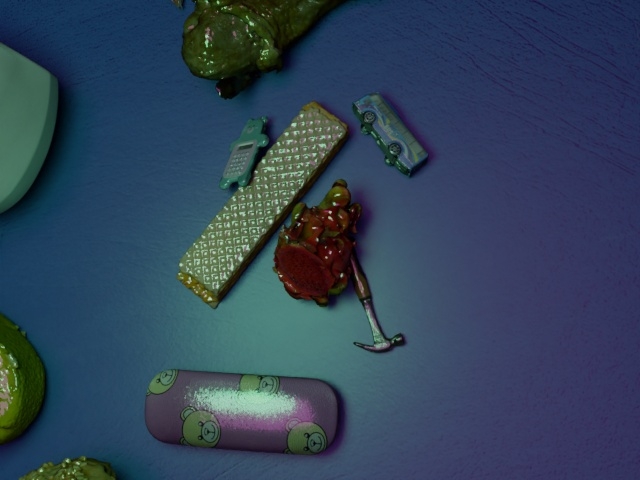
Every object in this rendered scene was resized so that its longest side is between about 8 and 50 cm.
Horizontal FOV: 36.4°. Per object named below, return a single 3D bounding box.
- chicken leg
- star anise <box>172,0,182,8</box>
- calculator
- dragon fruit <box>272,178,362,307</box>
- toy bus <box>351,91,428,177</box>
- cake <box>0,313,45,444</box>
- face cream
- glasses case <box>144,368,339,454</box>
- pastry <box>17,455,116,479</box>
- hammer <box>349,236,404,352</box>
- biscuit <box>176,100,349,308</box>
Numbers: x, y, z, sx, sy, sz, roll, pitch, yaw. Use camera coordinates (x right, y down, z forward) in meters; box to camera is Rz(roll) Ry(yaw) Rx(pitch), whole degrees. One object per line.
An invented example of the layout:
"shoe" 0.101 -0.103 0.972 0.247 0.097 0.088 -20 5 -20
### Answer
"chicken leg" -0.085 -0.402 1.628 0.361 0.140 0.211 -39 99 -9
"star anise" -0.265 -0.464 1.699 0.124 0.056 0.129 -23 83 30
"calculator" -0.125 -0.148 1.621 0.094 0.019 0.141 -6 56 44
"dragon fruit" 0.000 0.000 1.546 0.133 0.150 0.207 22 92 3
"toy bus" 0.114 -0.176 1.605 0.061 0.051 0.153 -34 78 -10
"cake" -0.578 0.213 1.602 0.261 0.156 0.179 35 94 10
"face cream" -0.615 -0.170 1.622 0.313 0.219 0.357 30 88 11
"glasses case" -0.127 0.274 1.561 0.317 0.076 0.123 3 81 9
"pastry" -0.423 0.482 1.498 0.255 0.162 0.310 8 79 51
"hammer" 0.067 0.088 1.587 0.078 0.021 0.201 -21 79 5
"biscuit" -0.098 -0.062 1.616 0.094 0.054 0.378 39 89 12
